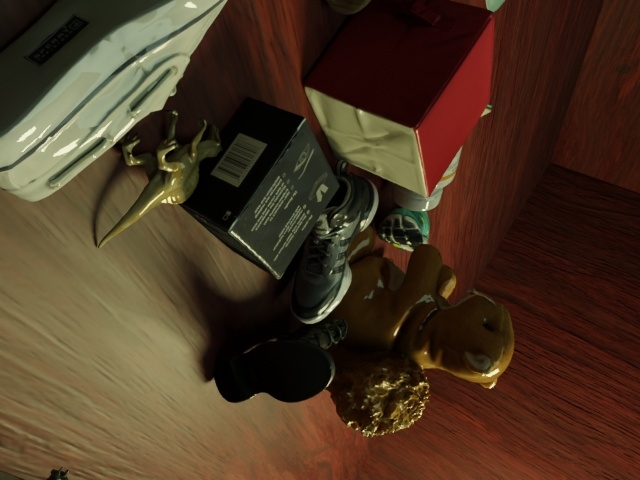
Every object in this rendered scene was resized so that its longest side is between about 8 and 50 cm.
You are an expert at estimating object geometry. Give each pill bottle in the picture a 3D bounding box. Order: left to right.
[{"bbox_3d":[0.201,-0.183,0.954,0.136,0.136,0.246,-41,147,-37],"label":"pill bottle"}]

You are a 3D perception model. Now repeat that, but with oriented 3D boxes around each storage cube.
[{"bbox_3d":[0.118,-0.213,0.719,0.193,0.183,0.215,-56,154,-10],"label":"storage cube"}]

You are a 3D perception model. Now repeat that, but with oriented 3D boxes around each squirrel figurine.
[{"bbox_3d":[0.173,0.209,1.003,0.397,0.370,0.281,-56,154,-14],"label":"squirrel figurine"}]

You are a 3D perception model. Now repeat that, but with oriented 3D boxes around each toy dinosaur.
[{"bbox_3d":[-0.156,-0.066,0.500,0.183,0.053,0.093,-50,153,-25],"label":"toy dinosaur"}]

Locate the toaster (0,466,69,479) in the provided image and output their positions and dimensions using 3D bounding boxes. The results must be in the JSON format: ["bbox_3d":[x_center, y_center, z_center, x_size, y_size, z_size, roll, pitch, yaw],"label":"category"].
[{"bbox_3d":[-0.332,0.280,0.417,0.227,0.129,0.147,-47,148,-27],"label":"toaster"}]

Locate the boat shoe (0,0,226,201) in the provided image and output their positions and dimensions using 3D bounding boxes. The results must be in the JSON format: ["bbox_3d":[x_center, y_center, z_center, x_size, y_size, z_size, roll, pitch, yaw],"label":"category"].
[{"bbox_3d":[-0.154,-0.139,0.390,0.268,0.096,0.088,-53,157,-17],"label":"boat shoe"}]

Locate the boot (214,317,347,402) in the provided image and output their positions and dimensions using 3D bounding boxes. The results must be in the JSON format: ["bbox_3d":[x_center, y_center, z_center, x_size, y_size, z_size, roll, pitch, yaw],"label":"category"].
[{"bbox_3d":[-0.027,0.175,0.816,0.229,0.262,0.091,-19,90,-50],"label":"boot"}]

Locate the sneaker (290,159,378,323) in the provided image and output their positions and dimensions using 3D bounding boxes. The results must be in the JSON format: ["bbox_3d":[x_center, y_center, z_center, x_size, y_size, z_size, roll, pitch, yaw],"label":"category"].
[{"bbox_3d":[0.000,0.000,0.804,0.269,0.101,0.153,-66,154,-6],"label":"sneaker"}]

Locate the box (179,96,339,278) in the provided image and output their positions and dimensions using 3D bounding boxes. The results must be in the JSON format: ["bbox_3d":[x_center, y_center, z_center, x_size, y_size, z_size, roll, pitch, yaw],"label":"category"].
[{"bbox_3d":[-0.069,-0.060,0.619,0.156,0.093,0.158,-57,153,-12],"label":"box"}]

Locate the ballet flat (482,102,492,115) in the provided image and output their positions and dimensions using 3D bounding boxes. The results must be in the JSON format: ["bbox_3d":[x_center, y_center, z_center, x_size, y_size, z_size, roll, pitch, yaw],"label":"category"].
[{"bbox_3d":[0.330,-0.319,1.148,0.248,0.086,0.086,-3,117,-59],"label":"ballet flat"}]

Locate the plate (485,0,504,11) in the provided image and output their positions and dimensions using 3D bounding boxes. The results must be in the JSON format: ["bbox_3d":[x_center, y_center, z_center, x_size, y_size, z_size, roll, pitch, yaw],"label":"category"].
[{"bbox_3d":[0.412,-0.596,1.081,0.188,0.024,0.188,-44,149,-36],"label":"plate"}]

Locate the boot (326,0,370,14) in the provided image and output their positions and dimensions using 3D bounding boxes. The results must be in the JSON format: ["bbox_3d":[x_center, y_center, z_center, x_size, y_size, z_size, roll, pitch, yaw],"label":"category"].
[{"bbox_3d":[0.080,-0.414,0.571,0.248,0.090,0.207,106,11,-56],"label":"boot"}]

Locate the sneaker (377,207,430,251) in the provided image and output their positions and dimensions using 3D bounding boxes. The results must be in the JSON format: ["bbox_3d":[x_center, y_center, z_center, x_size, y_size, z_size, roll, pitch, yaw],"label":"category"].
[{"bbox_3d":[0.204,-0.040,1.173,0.275,0.106,0.110,25,72,-69],"label":"sneaker"}]
